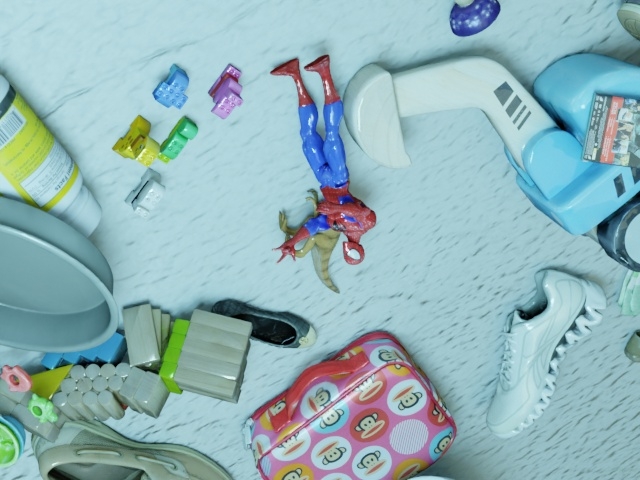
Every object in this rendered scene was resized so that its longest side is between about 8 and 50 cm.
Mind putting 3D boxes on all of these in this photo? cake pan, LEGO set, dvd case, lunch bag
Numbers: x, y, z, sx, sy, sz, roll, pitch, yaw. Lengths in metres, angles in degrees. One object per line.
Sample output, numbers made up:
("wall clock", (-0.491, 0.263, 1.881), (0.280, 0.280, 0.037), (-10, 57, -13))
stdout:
("cake pan", (-0.379, 0.041, 1.214), (0.293, 0.054, 0.293), (8, 145, 6))
("LEGO set", (-0.189, -0.126, 1.247), (0.087, 0.093, 0.227), (31, 104, -31))
("dvd case", (0.396, -0.136, 1.281), (0.119, 0.013, 0.087), (7, 100, -3))
("lunch bag", (0.037, 0.284, 1.543), (0.293, 0.120, 0.258), (-35, 123, 2))

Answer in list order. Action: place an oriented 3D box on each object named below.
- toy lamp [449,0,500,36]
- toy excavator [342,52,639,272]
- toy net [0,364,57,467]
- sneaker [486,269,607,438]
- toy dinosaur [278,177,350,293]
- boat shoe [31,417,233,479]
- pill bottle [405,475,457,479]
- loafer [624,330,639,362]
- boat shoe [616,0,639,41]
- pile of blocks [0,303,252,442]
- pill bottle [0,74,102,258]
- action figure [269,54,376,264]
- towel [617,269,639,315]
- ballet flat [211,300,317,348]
("toy lamp", (0.129, -0.375, 1.235), (0.080, 0.080, 0.274), (-37, 126, 3))
("toy excavator", (0.309, -0.154, 1.372), (0.433, 0.222, 0.445), (-39, 110, 4))
("toy net", (-0.447, 0.177, 1.283), (0.232, 0.045, 0.122), (45, 120, -2))
("sneaker", (0.330, 0.176, 1.606), (0.118, 0.110, 0.292), (24, 100, -21))
("toy dinosaur", (0.000, 0.000, 1.405), (0.112, 0.064, 0.211), (-1, 119, -21))
("boat shoe", (-0.266, 0.363, 1.484), (0.341, 0.110, 0.121), (26, 107, -29))
("pill bottle", (0.187, 0.481, 1.573), (0.204, 0.204, 0.361), (-31, 154, -1))
("loafer", (0.589, 0.171, 1.716), (0.148, 0.056, 0.050), (-11, 127, -14))
("boat shoe", (0.530, -0.291, 1.415), (0.285, 0.103, 0.092), (20, 102, -30))
("pile of blocks", (-0.266, 0.183, 1.396), (0.362, 0.149, 0.112), (-10, 156, -3))
("pill bottle", (-0.359, -0.083, 1.196), (0.119, 0.119, 0.208), (-33, 124, 1))
("action figure", (-0.011, -0.078, 1.288), (0.139, 0.091, 0.280), (-39, 118, -39))
("towel", (0.631, -0.018, 1.636), (0.248, 0.038, 0.325), (3, 117, -22))
("ballet flat", (-0.080, 0.129, 1.456), (0.173, 0.049, 0.057), (17, 112, -27))
